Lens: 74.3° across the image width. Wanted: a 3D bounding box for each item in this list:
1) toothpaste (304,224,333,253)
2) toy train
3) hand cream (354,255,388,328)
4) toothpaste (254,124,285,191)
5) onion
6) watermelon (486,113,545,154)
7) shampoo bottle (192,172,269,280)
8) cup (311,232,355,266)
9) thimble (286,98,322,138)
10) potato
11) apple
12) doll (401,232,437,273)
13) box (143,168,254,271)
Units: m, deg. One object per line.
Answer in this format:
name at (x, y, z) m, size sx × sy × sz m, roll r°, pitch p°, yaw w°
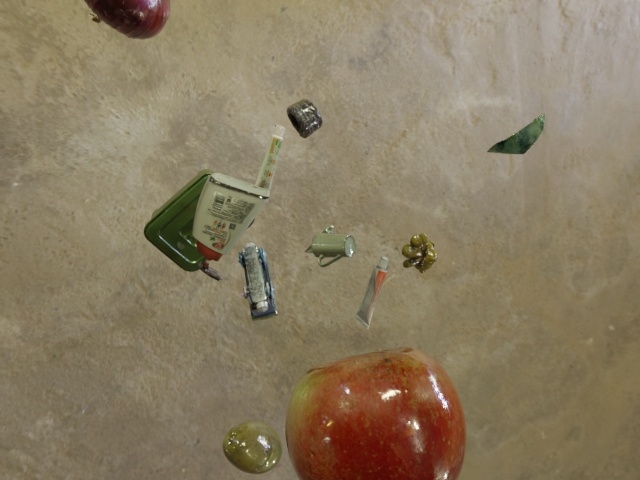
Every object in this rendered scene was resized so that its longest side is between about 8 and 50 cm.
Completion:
toothpaste at (0.000, 0.000, 1.567) m, size 0.048 × 0.197 × 0.029 m, roll 10°, pitch 55°, yaw -24°
toy train at (-0.252, 0.167, 1.724) m, size 0.131 × 0.202 × 0.300 m, roll -12°, pitch 61°, yaw -4°
hand cream at (0.147, 0.143, 1.177) m, size 0.038 × 0.052 × 0.216 m, roll 12°, pitch 112°, yaw -11°
toothpaste at (-0.206, -0.312, 1.721) m, size 0.058 × 0.056 × 0.314 m, roll 22°, pitch 101°, yaw 14°
onion at (-0.619, -0.767, 1.346) m, size 0.256 × 0.230 × 0.272 m, roll 17°, pitch 127°, yaw -20°
watermelon at (0.593, -0.307, 1.264) m, size 0.081 × 0.180 × 0.094 m, roll 43°, pitch 51°, yaw -17°
shampoo bottle at (-0.250, -0.024, 1.067) m, size 0.153 × 0.071 × 0.284 m, roll 19°, pitch 119°, yaw -16°
cup at (0.024, 0.016, 0.899) m, size 0.075 × 0.083 × 0.054 m, roll -47°, pitch 126°, yaw -42°
thimble at (-0.042, -0.328, 1.123) m, size 0.066 × 0.104 × 0.095 m, roll -37°, pitch 88°, yaw -6°
potato at (-0.237, 0.704, 1.448) m, size 0.251 × 0.174 × 0.159 m, roll 46°, pitch 62°, yaw -49°
apple at (0.102, 0.359, 0.811) m, size 0.348 × 0.348 × 0.277 m, roll -4°, pitch 73°, yaw -19°
doll at (0.353, 0.046, 1.477) m, size 0.209 × 0.097 × 0.137 m, roll 22°, pitch 94°, yaw -55°
box at (-0.434, -0.083, 1.502) m, size 0.328 × 0.178 × 0.253 m, roll -41°, pitch 124°, yaw -2°
